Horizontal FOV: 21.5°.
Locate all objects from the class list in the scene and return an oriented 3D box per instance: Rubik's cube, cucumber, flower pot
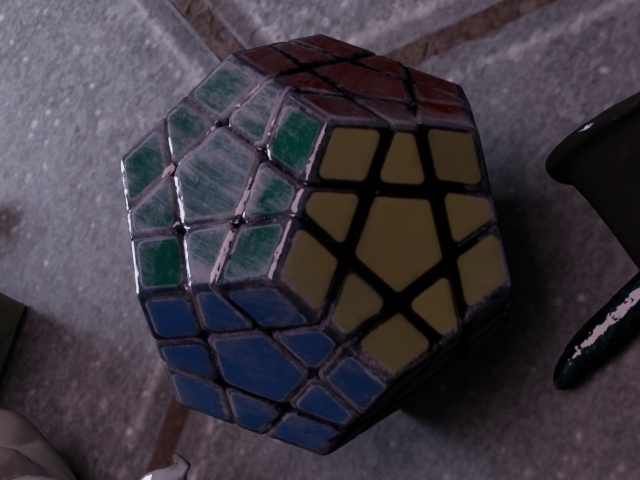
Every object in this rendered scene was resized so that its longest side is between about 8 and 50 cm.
[{"bbox_3d":[0.000,0.000,1.273,0.319,0.319,0.264,-8,39,33],"label":"Rubik's cube"},{"bbox_3d":[0.218,0.061,1.241,0.133,0.032,0.032,-46,51,12],"label":"cucumber"},{"bbox_3d":[0.287,-0.029,1.135,0.235,0.235,0.148,-26,75,24],"label":"flower pot"}]

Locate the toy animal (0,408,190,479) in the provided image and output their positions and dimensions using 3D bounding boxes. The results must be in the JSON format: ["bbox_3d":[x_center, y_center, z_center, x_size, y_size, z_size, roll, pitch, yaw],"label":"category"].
[{"bbox_3d":[-0.230,0.248,1.400,0.325,0.154,0.209,0,72,38],"label":"toy animal"}]

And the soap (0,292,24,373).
[{"bbox_3d":[-0.395,0.108,1.547,0.138,0.199,0.182,11,78,23],"label":"soap"}]
